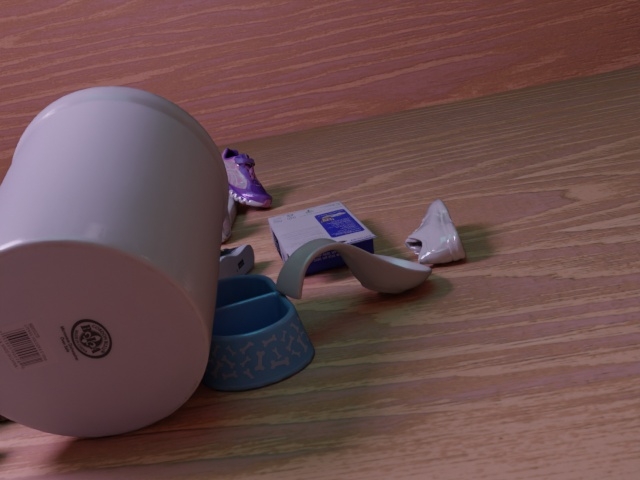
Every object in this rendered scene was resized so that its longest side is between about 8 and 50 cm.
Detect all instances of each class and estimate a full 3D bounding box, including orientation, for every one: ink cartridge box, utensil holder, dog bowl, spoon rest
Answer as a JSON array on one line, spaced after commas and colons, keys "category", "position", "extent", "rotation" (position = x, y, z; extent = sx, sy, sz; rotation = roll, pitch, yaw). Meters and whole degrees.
[{"category": "ink cartridge box", "position": [0.000, 0.000, 1.514], "extent": [0.166, 0.065, 0.332], "rotation": [-13, 15, -6]}, {"category": "utensil holder", "position": [-0.289, 0.018, 1.053], "extent": [0.328, 0.327, 0.385], "rotation": [-11, 34, 2]}, {"category": "dog bowl", "position": [-0.115, 0.124, 1.159], "extent": [0.166, 0.074, 0.297], "rotation": [-15, 17, -13]}, {"category": "spoon rest", "position": [0.058, 0.039, 1.208], "extent": [0.276, 0.084, 0.137], "rotation": [-3, 14, -42]}]

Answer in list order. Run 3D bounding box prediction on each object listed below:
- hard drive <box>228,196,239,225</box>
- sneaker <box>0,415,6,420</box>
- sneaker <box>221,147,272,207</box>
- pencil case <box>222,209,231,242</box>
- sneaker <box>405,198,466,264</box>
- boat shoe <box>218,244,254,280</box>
[{"category": "hard drive", "position": [-0.329, -0.077, 2.022], "extent": [0.233, 0.047, 0.353], "rotation": [-11, 17, 2]}, {"category": "sneaker", "position": [-0.494, 0.195, 1.129], "extent": [0.282, 0.099, 0.153], "rotation": [-7, 20, -10]}, {"category": "sneaker", "position": [-0.200, -0.165, 2.016], "extent": [0.095, 0.104, 0.236], "rotation": [11, 21, -47]}, {"category": "pencil case", "position": [-0.340, -0.035, 1.777], "extent": [0.273, 0.124, 0.113], "rotation": [-7, -15, 10]}, {"category": "sneaker", "position": [0.197, -0.013, 1.415], "extent": [0.094, 0.080, 0.212], "rotation": [-22, 16, 8]}, {"category": "boat shoe", "position": [-0.191, 0.056, 1.470], "extent": [0.083, 0.065, 0.183], "rotation": [-9, 11, 17]}]
